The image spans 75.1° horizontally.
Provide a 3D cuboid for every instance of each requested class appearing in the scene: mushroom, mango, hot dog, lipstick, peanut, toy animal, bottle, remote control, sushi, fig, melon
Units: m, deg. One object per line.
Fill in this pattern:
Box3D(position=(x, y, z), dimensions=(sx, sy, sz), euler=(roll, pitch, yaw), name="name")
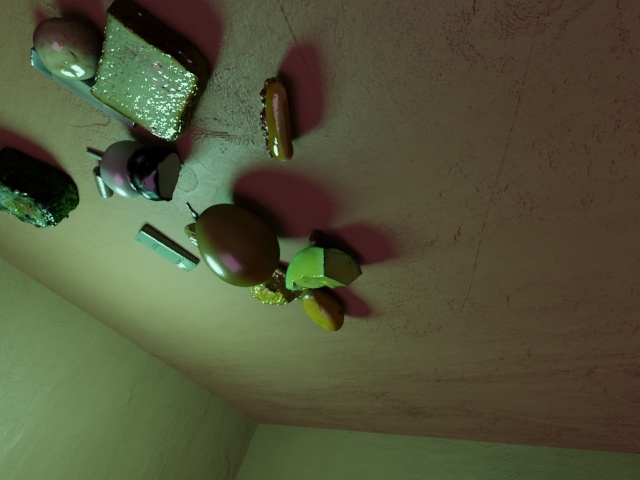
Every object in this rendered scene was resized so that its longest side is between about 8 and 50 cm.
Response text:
Box3D(position=(-0.663, -0.510, 1.107), dimensions=(0.166, 0.127, 0.166), euler=(-2, 153, -1), name="mushroom")
Box3D(position=(0.009, 0.275, 1.718), dimensions=(0.157, 0.109, 0.262), euler=(3, 134, 39), name="mango")
Box3D(position=(-0.118, -0.302, 1.090), dimensions=(0.076, 0.102, 0.249), euler=(-14, 141, -10), name="hot dog")
Box3D(position=(-0.674, -0.454, 1.222), dimensions=(0.317, 0.066, 0.068), euler=(33, 141, -12), name="lipstick")
Box3D(position=(-0.445, -0.002, 1.633), dimensions=(0.194, 0.083, 0.093), euler=(33, 155, -15), name="peanut")
Box3D(position=(-0.589, -0.229, 1.349), dimensions=(0.235, 0.187, 0.165), euler=(10, 165, 11), name="toy animal")
Box3D(position=(-0.830, -0.222, 1.592), dimensions=(0.053, 0.053, 0.140), euler=(23, 142, 1), name="bottle")
Box3D(position=(-0.679, 0.041, 1.851), dimensions=(0.285, 0.038, 0.123), euler=(35, 142, -19), name="remote control")
Box3D(position=(-1.203, -0.194, 1.719), dimensions=(0.351, 0.178, 0.294), euler=(24, 144, 1), name="sushi")
Box3D(position=(0.000, 0.000, 1.443), dimensions=(0.083, 0.050, 0.050), euler=(19, 146, -25), name="fig")
Box3D(position=(-0.021, 0.110, 1.519), dimensions=(0.196, 0.124, 0.323), euler=(34, 150, -28), name="melon")

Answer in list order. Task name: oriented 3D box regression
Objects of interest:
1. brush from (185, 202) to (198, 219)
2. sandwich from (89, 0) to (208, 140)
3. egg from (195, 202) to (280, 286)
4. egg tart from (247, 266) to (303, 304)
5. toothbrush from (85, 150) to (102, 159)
Box3D(position=(-0.491, -0.111, 1.588), dimensions=(0.024, 0.008, 0.083), euler=(2, 137, 28), name="brush")
Box3D(position=(-0.450, -0.431, 1.110), dimensions=(0.271, 0.099, 0.301), euler=(31, 139, -17), name="sandwich")
Box3D(position=(-0.286, 0.015, 1.436), dimensions=(0.322, 0.250, 0.250), euler=(45, 138, -18), name="egg")
Box3D(position=(-0.215, 0.193, 1.733), dimensions=(0.290, 0.107, 0.291), euler=(14, 141, 11), name="egg tart")
Box3D(position=(-0.711, -0.272, 1.498), dimensions=(0.303, 0.030, 0.030), euler=(21, 143, 8), name="toothbrush")
